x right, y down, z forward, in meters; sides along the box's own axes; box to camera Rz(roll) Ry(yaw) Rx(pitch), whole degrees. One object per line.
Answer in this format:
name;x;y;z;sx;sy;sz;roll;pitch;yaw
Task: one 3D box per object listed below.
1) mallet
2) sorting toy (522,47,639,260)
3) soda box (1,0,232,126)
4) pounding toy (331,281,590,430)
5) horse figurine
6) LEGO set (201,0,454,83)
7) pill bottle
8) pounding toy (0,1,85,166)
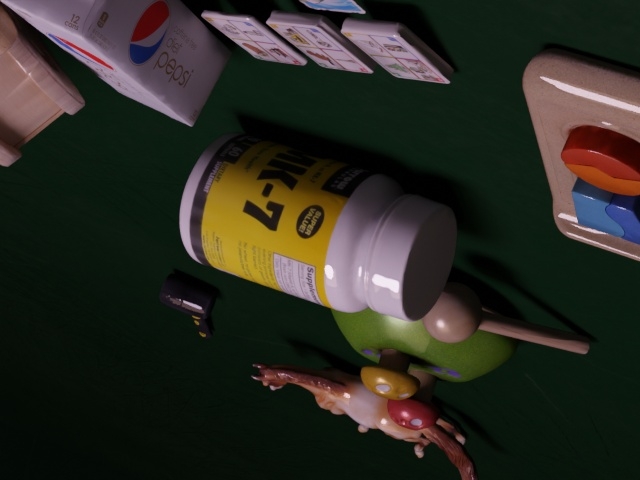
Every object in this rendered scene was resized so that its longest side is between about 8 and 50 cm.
mallet;-0.139;0.089;1.922;0.062;0.039;0.189;19;164;16
sorting toy;0.283;-0.012;1.064;0.307;0.041;0.229;20;160;22
soda box;-0.139;-0.151;1.152;0.074;0.069;0.216;27;177;19
pounding toy;0.099;0.112;1.483;0.183;0.110;0.237;24;165;-29
horse figurine;0.067;0.199;1.874;0.263;0.066;0.174;21;166;26
LEGO set;-0.038;-0.183;1.080;0.182;0.060;0.244;12;167;39
pill bottle;-0.001;-0.009;1.339;0.209;0.119;0.119;17;159;26
pounding toy;-0.228;-0.167;1.205;0.154;0.155;0.269;50;-176;-27
